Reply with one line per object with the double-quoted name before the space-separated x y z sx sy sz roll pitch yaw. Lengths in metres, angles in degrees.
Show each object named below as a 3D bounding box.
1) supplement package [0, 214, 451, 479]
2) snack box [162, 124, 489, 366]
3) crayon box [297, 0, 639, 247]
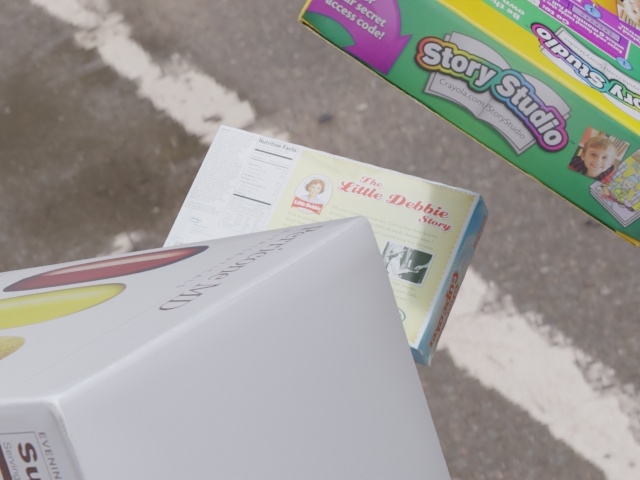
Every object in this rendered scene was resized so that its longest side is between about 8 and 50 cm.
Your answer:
"supplement package" -0.094 0.088 0.454 0.244 0.134 0.139 -9 14 39
"snack box" 0.000 0.000 1.534 0.322 0.060 0.187 17 71 22
"crayon box" 0.191 -0.200 1.321 0.363 0.106 0.313 33 37 -4
